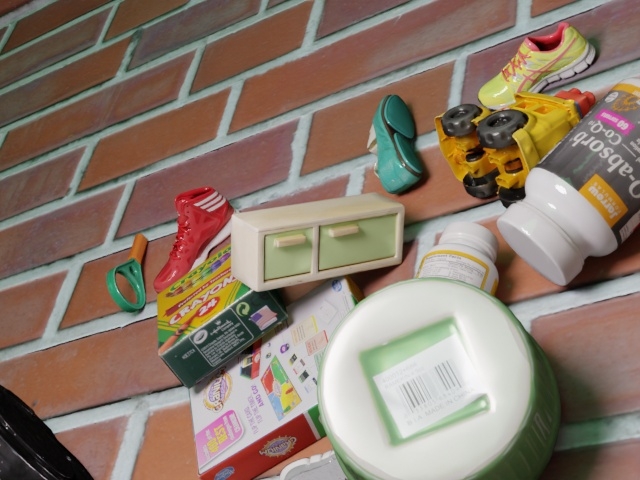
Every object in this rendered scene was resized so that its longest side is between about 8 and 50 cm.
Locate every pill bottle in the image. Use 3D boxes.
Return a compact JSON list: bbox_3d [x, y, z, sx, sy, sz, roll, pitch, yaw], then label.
[{"bbox_3d":[0.387,-0.079,1.550,0.278,0.162,0.162,-45,35,-6],"label":"pill bottle"},{"bbox_3d":[0.188,0.078,1.601,0.117,0.117,0.208,-6,48,39],"label":"pill bottle"}]

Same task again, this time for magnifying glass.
[{"bbox_3d":[-0.367,0.057,2.176,0.026,0.092,0.231,-32,26,17],"label":"magnifying glass"}]

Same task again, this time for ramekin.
[{"bbox_3d":[0.141,0.193,1.390,0.303,0.148,0.303,-6,66,13],"label":"ramekin"}]

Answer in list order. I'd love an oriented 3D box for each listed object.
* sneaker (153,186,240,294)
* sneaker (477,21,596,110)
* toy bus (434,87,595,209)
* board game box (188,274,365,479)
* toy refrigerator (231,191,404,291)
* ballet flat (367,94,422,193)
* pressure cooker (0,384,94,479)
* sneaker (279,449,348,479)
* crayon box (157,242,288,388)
[{"bbox_3d":[-0.262,-0.011,2.103,0.221,0.128,0.087,-51,37,-15],"label":"sneaker"},{"bbox_3d":[0.350,-0.299,1.879,0.208,0.094,0.081,-30,38,16],"label":"sneaker"},{"bbox_3d":[0.318,-0.168,1.741,0.211,0.149,0.220,-37,30,-18],"label":"toy bus"},{"bbox_3d":[-0.056,0.216,1.724,0.316,0.064,0.242,-32,36,12],"label":"board game box"},{"bbox_3d":[0.000,0.000,1.744,0.269,0.102,0.094,-9,22,-30],"label":"toy refrigerator"},{"bbox_3d":[0.120,-0.168,1.966,0.087,0.083,0.247,-41,31,25],"label":"ballet flat"},{"bbox_3d":[-0.588,0.446,1.707,0.420,0.370,0.375,-46,40,-6],"label":"pressure cooker"},{"bbox_3d":[0.042,0.338,1.499,0.228,0.086,0.132,-32,40,29],"label":"sneaker"},{"bbox_3d":[-0.173,0.101,1.875,0.202,0.081,0.318,-36,19,3],"label":"crayon box"}]
